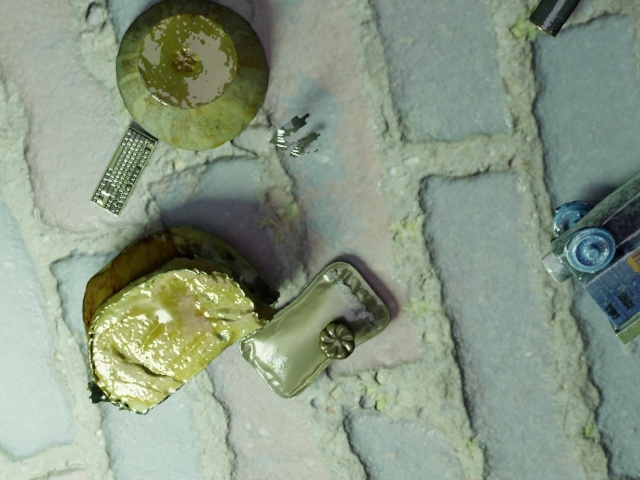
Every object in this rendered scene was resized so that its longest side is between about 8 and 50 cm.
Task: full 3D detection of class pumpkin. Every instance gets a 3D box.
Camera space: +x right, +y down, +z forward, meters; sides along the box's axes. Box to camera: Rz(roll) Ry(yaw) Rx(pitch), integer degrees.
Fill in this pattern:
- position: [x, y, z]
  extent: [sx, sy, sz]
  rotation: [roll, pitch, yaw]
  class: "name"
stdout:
- position: [-0.183, -0.226, 1.899]
  extent: [0.217, 0.110, 0.217]
  rotation: [1, 101, 4]
  class: "pumpkin"

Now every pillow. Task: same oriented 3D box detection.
- position: [-0.011, 0.131, 2.031]
  extent: [0.217, 0.033, 0.130]
  rotation: [-37, 100, 12]
  class: "pillow"

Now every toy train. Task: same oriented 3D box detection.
- position: [0.465, -0.013, 1.920]
  extent: [0.299, 0.131, 0.202]
  rotation: [-38, 109, 14]
  class: "toy train"

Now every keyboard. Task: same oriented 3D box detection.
- position: [-0.282, -0.099, 1.985]
  extent: [0.049, 0.015, 0.129]
  rotation: [29, 106, -6]
  class: "keyboard"

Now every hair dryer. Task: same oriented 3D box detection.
- position: [0.283, -0.396, 1.853]
  extent: [0.195, 0.050, 0.173]
  rotation: [33, 103, -4]
  class: "hair dryer"

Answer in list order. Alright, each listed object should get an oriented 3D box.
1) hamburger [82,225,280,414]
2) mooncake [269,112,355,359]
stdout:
- position: [-0.226, 0.102, 1.982]
  extent: [0.309, 0.132, 0.211]
  rotation: [-35, 102, 12]
  class: "hamburger"
- position: [-0.003, -0.002, 1.970]
  extent: [0.150, 0.057, 0.347]
  rotation: [-30, 103, -8]
  class: "mooncake"
